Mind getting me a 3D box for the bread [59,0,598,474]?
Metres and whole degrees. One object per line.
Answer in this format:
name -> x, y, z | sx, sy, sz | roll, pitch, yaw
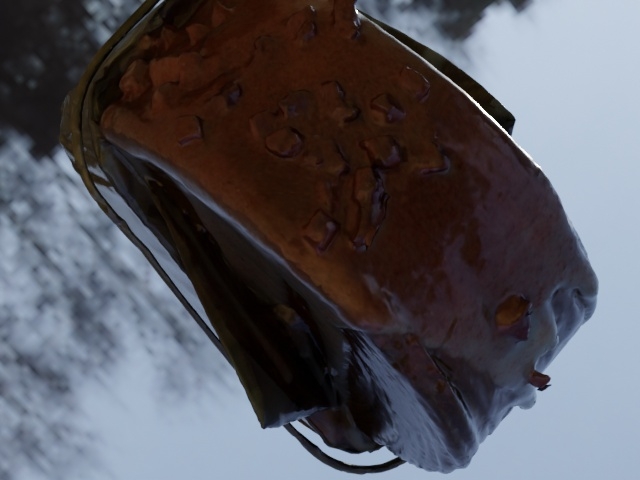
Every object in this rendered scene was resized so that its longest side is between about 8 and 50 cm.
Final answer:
bread -> 0.000, 0.000, 0.752 | 0.142, 0.224, 0.212 | -46, -153, -13
